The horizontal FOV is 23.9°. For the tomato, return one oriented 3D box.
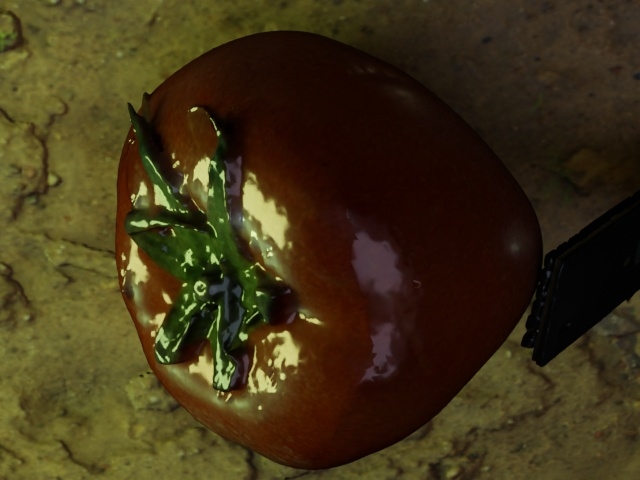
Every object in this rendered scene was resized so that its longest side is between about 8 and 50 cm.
[{"bbox_3d":[0.000,0.000,1.173,0.273,0.341,0.341,-25,137,-44],"label":"tomato"}]

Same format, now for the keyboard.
[{"bbox_3d":[0.255,0.000,1.214,0.027,0.317,0.106,26,124,29],"label":"keyboard"}]
